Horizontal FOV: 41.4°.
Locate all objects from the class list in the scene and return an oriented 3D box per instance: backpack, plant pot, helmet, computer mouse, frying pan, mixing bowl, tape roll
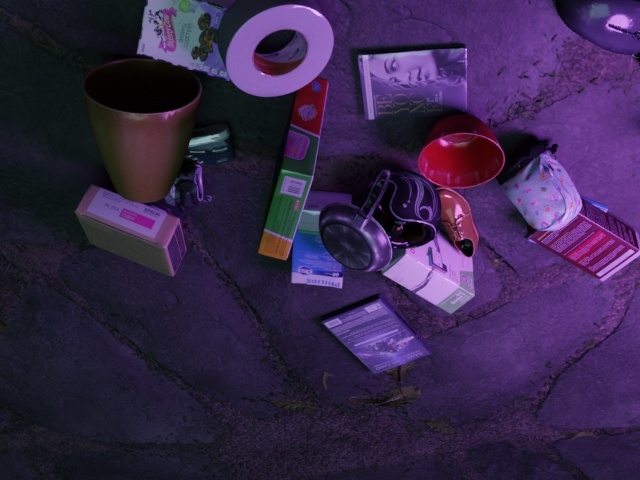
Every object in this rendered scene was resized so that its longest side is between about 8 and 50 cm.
[{"bbox_3d":[0.478,-0.106,1.842,0.182,0.115,0.152,55,132,10],"label":"backpack"},{"bbox_3d":[-0.373,-0.213,1.772,0.237,0.237,0.254,8,126,-1],"label":"plant pot"},{"bbox_3d":[0.189,-0.079,1.918,0.169,0.162,0.169,-2,148,-1],"label":"helmet"},{"bbox_3d":[0.576,-0.416,1.596,0.272,0.072,0.189,17,135,-10],"label":"computer mouse"},{"bbox_3d":[0.105,-0.019,1.879,0.197,0.053,0.326,48,146,-9],"label":"frying pan"},{"bbox_3d":[0.298,-0.204,1.813,0.181,0.098,0.181,2,145,1],"label":"mixing bowl"},{"bbox_3d":[-0.088,-0.386,1.649,0.219,0.072,0.219,-15,144,-11],"label":"tape roll"}]

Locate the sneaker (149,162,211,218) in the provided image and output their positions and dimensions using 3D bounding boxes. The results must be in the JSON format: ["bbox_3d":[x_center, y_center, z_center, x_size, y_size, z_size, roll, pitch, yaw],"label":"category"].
[{"bbox_3d":[-0.363,-0.156,1.957,0.153,0.101,0.269,-18,136,22],"label":"sneaker"}]

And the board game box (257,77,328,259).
[{"bbox_3d":[-0.056,-0.155,1.761,0.064,0.317,0.242,14,134,-6],"label":"board game box"}]

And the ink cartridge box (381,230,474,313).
[{"bbox_3d":[0.257,0.051,2.038,0.219,0.160,0.092,30,130,-22],"label":"ink cartridge box"}]

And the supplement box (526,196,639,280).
[{"bbox_3d":[0.612,-0.012,1.971,0.239,0.073,0.130,28,131,-20],"label":"supplement box"}]

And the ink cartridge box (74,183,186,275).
[{"bbox_3d":[-0.449,-0.022,2.029,0.234,0.088,0.193,22,156,5],"label":"ink cartridge box"}]

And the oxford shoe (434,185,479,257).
[{"bbox_3d":[0.322,-0.044,1.998,0.076,0.076,0.212,-19,128,26],"label":"oxford shoe"}]

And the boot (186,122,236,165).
[{"bbox_3d":[-0.289,-0.205,1.914,0.189,0.069,0.086,-5,128,11],"label":"boot"}]

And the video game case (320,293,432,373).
[{"bbox_3d":[0.158,0.266,2.362,0.196,0.026,0.274,-24,128,27],"label":"video game case"}]

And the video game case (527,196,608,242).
[{"bbox_3d":[0.584,-0.040,2.010,0.119,0.015,0.166,18,134,-10],"label":"video game case"}]

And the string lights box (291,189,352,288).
[{"bbox_3d":[0.000,0.000,2.078,0.133,0.077,0.260,6,135,1],"label":"string lights box"}]

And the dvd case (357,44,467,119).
[{"bbox_3d":[0.195,-0.327,1.770,0.221,0.018,0.165,-1,135,9],"label":"dvd case"}]

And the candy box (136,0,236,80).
[{"bbox_3d":[-0.254,-0.427,1.688,0.196,0.070,0.165,15,135,-9],"label":"candy box"}]
